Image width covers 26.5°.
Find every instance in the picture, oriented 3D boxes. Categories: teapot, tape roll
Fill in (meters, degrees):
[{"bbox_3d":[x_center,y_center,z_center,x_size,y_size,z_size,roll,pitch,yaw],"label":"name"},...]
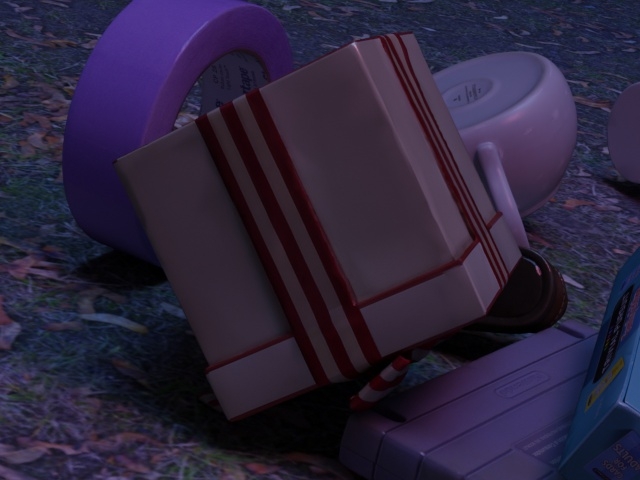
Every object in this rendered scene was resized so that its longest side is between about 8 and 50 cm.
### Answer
[{"bbox_3d":[0.205,-0.096,1.635,0.252,0.187,0.256,6,38,48],"label":"teapot"},{"bbox_3d":[-0.134,-0.111,1.347,0.090,0.275,0.275,21,23,23],"label":"tape roll"}]

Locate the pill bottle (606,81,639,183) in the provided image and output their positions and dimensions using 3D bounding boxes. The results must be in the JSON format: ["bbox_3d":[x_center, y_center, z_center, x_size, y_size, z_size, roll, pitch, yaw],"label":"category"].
[{"bbox_3d":[0.582,-0.150,1.940,0.333,0.188,0.188,-2,24,-29],"label":"pill bottle"}]

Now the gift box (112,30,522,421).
[{"bbox_3d":[0.000,0.000,1.119,0.276,0.258,0.255,-25,2,23],"label":"gift box"}]

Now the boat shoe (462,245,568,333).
[{"bbox_3d":[0.092,0.038,1.345,0.307,0.111,0.104,16,-5,24],"label":"boat shoe"}]

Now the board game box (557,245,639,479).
[{"bbox_3d":[0.331,0.141,1.046,0.253,0.079,0.336,36,30,2],"label":"board game box"}]

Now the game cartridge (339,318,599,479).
[{"bbox_3d":[0.210,0.166,1.115,0.230,0.068,0.355,30,27,32],"label":"game cartridge"}]
